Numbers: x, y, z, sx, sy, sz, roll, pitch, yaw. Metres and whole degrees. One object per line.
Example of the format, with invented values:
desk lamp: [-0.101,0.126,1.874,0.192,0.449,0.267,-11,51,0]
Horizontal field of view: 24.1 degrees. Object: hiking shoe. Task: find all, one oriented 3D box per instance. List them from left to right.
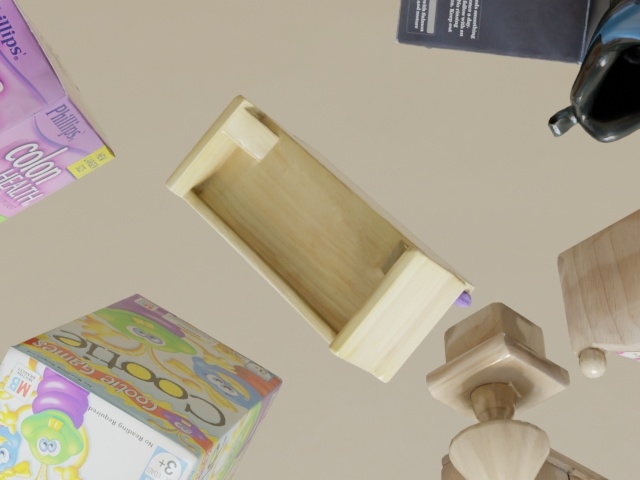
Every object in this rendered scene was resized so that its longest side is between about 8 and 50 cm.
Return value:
hiking shoe: [0.267,-0.124,0.878,0.113,0.304,0.132,41,-114,-15]

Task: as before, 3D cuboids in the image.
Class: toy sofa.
toy sofa: [0.000,0.000,1.767,0.150,0.177,0.362,-51,-125,5]

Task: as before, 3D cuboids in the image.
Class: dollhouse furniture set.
dollhouse furniture set: [0.232,0.123,0.645,0.303,0.355,0.173,31,-139,-33]

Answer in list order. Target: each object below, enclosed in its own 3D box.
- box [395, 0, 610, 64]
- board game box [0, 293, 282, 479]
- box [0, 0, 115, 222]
box: [0.166,-0.180,1.110,0.158,0.093,0.156,13,-168,36]
board game box: [-0.143,0.146,1.065,0.144,0.275,0.142,30,-81,5]
box: [-0.318,-0.080,1.245,0.243,0.213,0.117,-31,-100,-4]
